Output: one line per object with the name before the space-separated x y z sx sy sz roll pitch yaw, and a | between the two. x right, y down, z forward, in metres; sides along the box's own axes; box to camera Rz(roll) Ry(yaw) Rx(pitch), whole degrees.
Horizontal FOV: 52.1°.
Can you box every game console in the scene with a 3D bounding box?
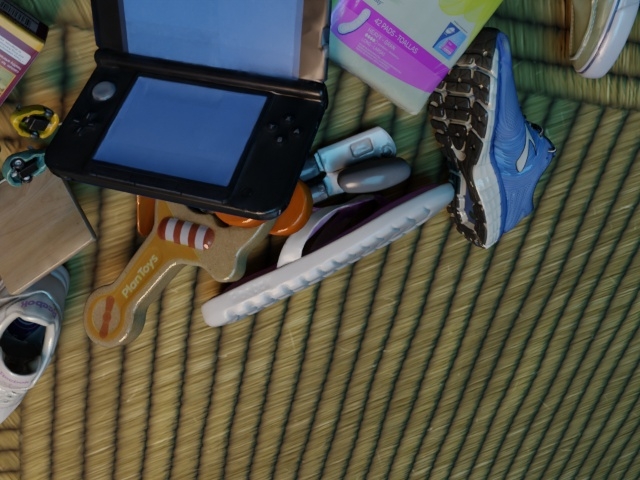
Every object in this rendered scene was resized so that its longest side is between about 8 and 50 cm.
game console | -0.149 -0.188 0.691 0.293 0.250 0.173 12 153 15

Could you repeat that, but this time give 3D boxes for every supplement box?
supplement box | -0.405 -0.190 0.736 0.104 0.081 0.188 35 105 -32

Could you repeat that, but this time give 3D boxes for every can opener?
can opener | -0.017 -0.081 0.920 0.280 0.093 0.074 -20 113 1

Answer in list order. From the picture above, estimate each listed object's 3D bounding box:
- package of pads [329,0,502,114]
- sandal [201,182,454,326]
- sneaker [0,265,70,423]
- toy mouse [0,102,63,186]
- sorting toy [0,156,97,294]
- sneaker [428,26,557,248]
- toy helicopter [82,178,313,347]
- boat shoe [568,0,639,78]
package of pads | 0.116 -0.325 0.774 0.229 0.101 0.296 20 113 -45
sandal | -0.001 -0.001 0.957 0.416 0.169 0.102 -28 84 1
sneaker | -0.443 0.169 0.900 0.114 0.152 0.305 20 114 -29
toy mouse | -0.368 -0.102 0.763 0.143 0.031 0.161 -53 163 20
sorting toy | -0.367 -0.015 0.839 0.274 0.132 0.046 -33 169 7
sneaker | 0.256 -0.153 0.955 0.147 0.130 0.330 -27 129 -17
toy helicopter | -0.197 -0.014 0.845 0.355 0.235 0.140 -49 163 10
boat shoe | 0.367 -0.371 0.866 0.094 0.109 0.302 4 111 -2
